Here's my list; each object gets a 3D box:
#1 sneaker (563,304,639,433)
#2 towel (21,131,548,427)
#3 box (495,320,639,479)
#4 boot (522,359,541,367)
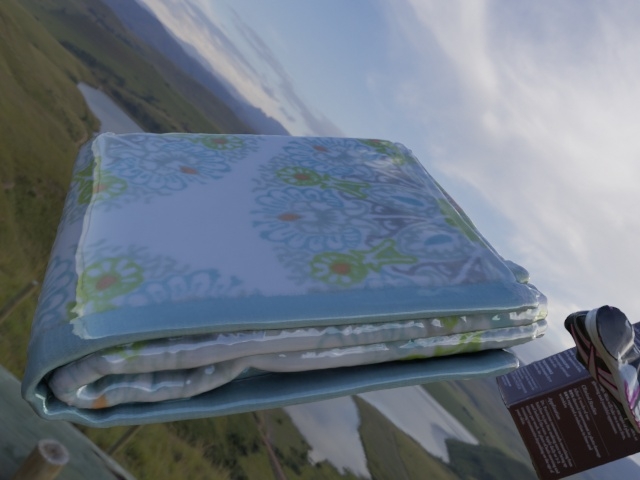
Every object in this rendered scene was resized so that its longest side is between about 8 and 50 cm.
[{"bbox_3d":[0.383,0.163,0.702,0.178,0.071,0.077,66,-20,-4],"label":"sneaker"},{"bbox_3d":[-0.035,0.000,0.482,0.374,0.090,0.321,-1,32,-16],"label":"towel"},{"bbox_3d":[0.570,0.307,1.058,0.191,0.381,0.143,64,13,-8],"label":"box"},{"bbox_3d":[0.610,0.413,1.315,0.223,0.118,0.338,64,0,11],"label":"boot"}]
